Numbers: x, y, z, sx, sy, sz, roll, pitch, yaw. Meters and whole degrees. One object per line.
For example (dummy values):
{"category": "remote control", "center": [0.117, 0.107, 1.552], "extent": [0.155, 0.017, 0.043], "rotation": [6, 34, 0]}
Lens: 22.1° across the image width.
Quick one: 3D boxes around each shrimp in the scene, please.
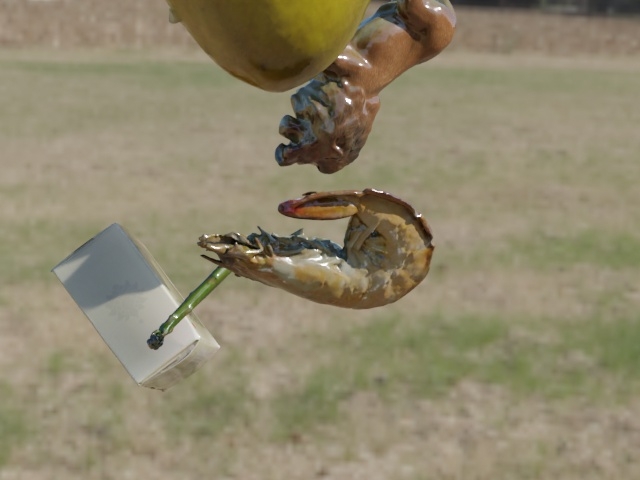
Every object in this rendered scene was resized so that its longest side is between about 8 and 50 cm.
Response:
{"category": "shrimp", "center": [0.001, 0.003, 1.477], "extent": [0.236, 0.133, 0.053], "rotation": [12, 44, -26]}

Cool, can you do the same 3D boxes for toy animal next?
{"category": "toy animal", "center": [0.053, -0.202, 1.771], "extent": [0.312, 0.157, 0.097], "rotation": [-40, 14, -14]}

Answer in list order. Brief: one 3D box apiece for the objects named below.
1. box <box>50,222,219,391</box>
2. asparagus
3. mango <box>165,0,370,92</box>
{"category": "box", "center": [-0.206, 0.082, 1.878], "extent": [0.095, 0.168, 0.212], "rotation": [-35, -6, -2]}
{"category": "asparagus", "center": [-0.126, 0.063, 1.568], "extent": [0.127, 0.015, 0.018], "rotation": [-48, 8, -37]}
{"category": "mango", "center": [-0.079, -0.349, 1.433], "extent": [0.301, 0.445, 0.220], "rotation": [-16, 3, -28]}
